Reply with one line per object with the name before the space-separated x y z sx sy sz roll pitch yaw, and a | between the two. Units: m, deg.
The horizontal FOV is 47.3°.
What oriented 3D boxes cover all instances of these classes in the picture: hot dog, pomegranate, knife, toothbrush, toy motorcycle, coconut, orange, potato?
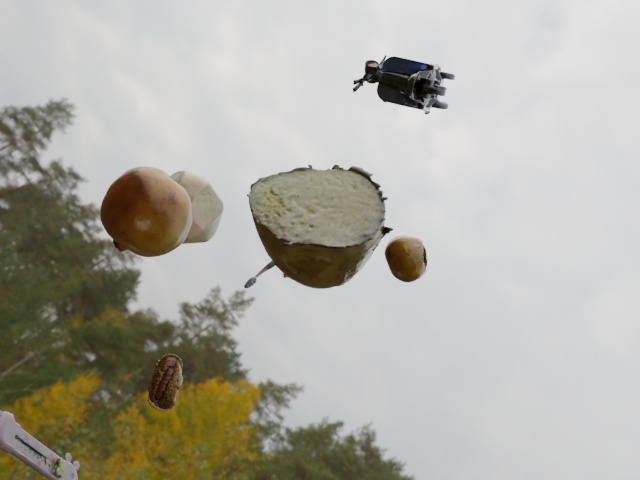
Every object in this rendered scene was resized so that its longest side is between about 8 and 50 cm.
hot dog | -0.490 0.449 2.321 0.053 0.099 0.192 27 -76 64
pomegranate | -0.496 -0.074 2.088 0.264 0.264 0.264 39 -28 26
knife | -0.739 0.571 1.926 0.398 0.038 0.132 65 17 -47
toothbrush | -0.136 0.060 2.296 0.021 0.269 0.027 55 -13 -30
toy motorcycle | 0.213 -0.385 1.800 0.213 0.358 0.125 14 -77 10
coconut | -0.451 -0.099 2.497 0.259 0.259 0.259 39 -28 26
orange | 0.272 0.054 2.292 0.154 0.134 0.154 60 3 -6
potato | 0.000 0.000 1.575 0.288 0.301 0.237 -88 177 -47

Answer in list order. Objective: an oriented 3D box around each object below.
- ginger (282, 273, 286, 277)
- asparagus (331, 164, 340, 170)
ginger | -0.063 0.050 2.425 0.069 0.190 0.095 34 24 -31
asparagus | 0.015 -0.154 2.125 0.025 0.024 0.248 52 -25 11
